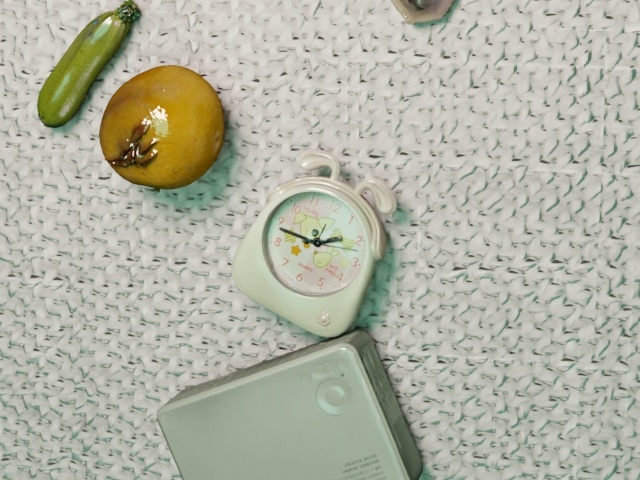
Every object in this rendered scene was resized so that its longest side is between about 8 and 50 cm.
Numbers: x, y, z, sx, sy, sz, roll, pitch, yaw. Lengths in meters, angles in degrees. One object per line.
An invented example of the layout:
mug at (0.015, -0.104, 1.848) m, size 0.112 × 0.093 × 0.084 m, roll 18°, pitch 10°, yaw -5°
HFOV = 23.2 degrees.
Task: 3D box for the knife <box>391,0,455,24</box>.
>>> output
knife at (0.026, -0.386, 1.653) m, size 0.089 × 0.043 × 0.365 m, roll -34°, pitch 91°, yaw 21°

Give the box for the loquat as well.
loquat at (-0.174, -0.124, 1.721) m, size 0.141 × 0.141 × 0.141 m, roll 3°, pitch 102°, yaw 16°

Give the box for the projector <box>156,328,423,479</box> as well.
projector at (-0.032, 0.228, 1.770) m, size 0.257 × 0.099 × 0.192 m, roll -21°, pitch 94°, yaw 19°

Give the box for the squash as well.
squash at (-0.268, -0.202, 1.773) m, size 0.052 × 0.052 × 0.183 m, roll 41°, pitch 110°, yaw 5°

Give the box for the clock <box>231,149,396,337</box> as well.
clock at (0.000, 0.000, 1.731) m, size 0.151 × 0.062 × 0.191 m, roll 30°, pitch 107°, yaw 9°
